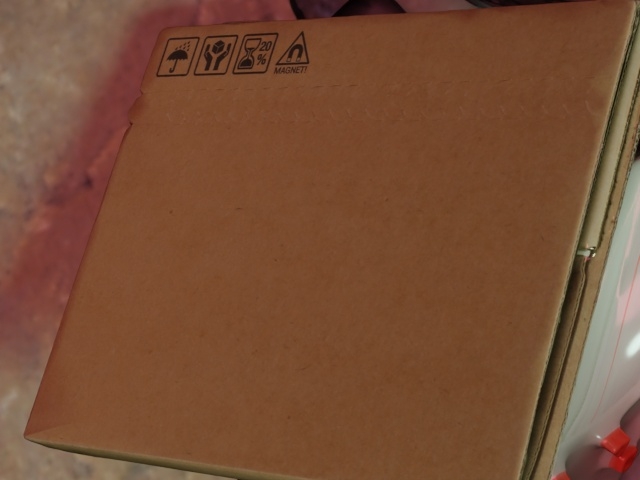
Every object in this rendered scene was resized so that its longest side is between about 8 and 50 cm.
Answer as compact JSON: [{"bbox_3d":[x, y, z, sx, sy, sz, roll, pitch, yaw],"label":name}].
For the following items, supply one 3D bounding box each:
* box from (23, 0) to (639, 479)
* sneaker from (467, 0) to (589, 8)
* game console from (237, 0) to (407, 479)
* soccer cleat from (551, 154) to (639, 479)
[{"bbox_3d":[0.001,0.001,0.561,0.201,0.021,0.164,2,68,38],"label":"box"},{"bbox_3d":[0.170,-0.118,0.533,0.297,0.111,0.129,14,84,17],"label":"sneaker"},{"bbox_3d":[0.000,0.000,0.587,0.144,0.124,0.085,-43,106,10],"label":"game console"},{"bbox_3d":[0.091,0.031,0.570,0.196,0.068,0.076,-49,59,7],"label":"soccer cleat"}]
